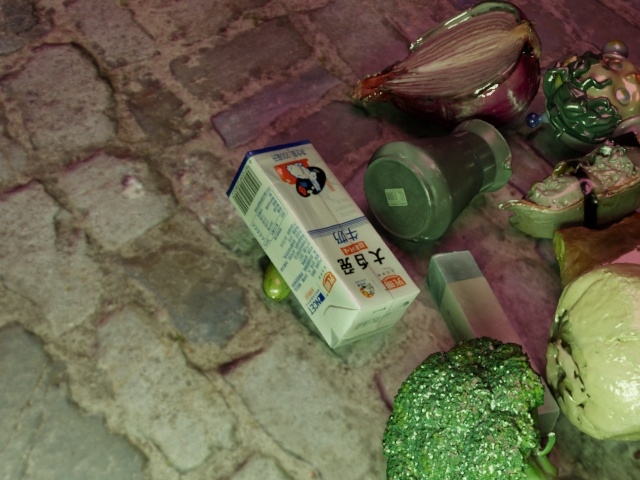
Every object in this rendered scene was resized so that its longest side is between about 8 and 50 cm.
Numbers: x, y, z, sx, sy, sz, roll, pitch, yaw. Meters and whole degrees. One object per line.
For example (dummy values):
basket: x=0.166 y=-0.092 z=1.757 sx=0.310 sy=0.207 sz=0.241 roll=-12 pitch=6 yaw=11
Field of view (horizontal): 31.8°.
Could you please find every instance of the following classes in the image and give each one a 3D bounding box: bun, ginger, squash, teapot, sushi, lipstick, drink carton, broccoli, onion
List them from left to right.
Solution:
squash: x=-0.055 y=0.025 z=1.736 sx=0.052 sy=0.052 sz=0.183 roll=9 pitch=42 yaw=1
drink carton: x=0.000 y=0.000 z=1.673 sx=0.130 sy=0.107 sz=0.315 roll=-16 pitch=60 yaw=-38
teapot: x=0.184 y=-0.105 z=1.842 sx=0.203 sy=0.171 sz=0.225 roll=7 pitch=26 yaw=45
onion: x=0.243 y=-0.277 z=2.028 sx=0.348 sy=0.159 sz=0.267 roll=-15 pitch=38 yaw=24
broccoli: x=0.200 y=0.253 z=1.436 sx=0.241 sy=0.261 sz=0.269 roll=35 pitch=8 yaw=-6
lipstick: x=0.246 y=0.147 z=1.642 sx=0.068 sy=0.066 sz=0.317 roll=-9 pitch=47 yaw=-18
sushi: x=0.428 y=-0.068 z=1.851 sx=0.272 sy=0.134 sz=0.109 roll=-21 pitch=57 yaw=-27
bun: x=0.385 y=0.152 z=1.530 sx=0.152 sy=0.259 sz=0.259 roll=-5 pitch=45 yaw=0
ginger: x=0.501 y=0.037 z=1.734 sx=0.270 sy=0.123 sz=0.219 roll=-12 pitch=38 yaw=3

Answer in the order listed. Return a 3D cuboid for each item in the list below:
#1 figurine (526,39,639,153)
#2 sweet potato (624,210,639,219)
figurine: x=0.569 y=-0.243 z=2.007 sx=0.381 sy=0.186 sz=0.261 roll=2 pitch=40 yaw=-8
sweet potato: x=0.588 y=0.029 z=1.826 sx=0.057 sy=0.057 sz=0.264 roll=-23 pitch=53 yaw=-29
